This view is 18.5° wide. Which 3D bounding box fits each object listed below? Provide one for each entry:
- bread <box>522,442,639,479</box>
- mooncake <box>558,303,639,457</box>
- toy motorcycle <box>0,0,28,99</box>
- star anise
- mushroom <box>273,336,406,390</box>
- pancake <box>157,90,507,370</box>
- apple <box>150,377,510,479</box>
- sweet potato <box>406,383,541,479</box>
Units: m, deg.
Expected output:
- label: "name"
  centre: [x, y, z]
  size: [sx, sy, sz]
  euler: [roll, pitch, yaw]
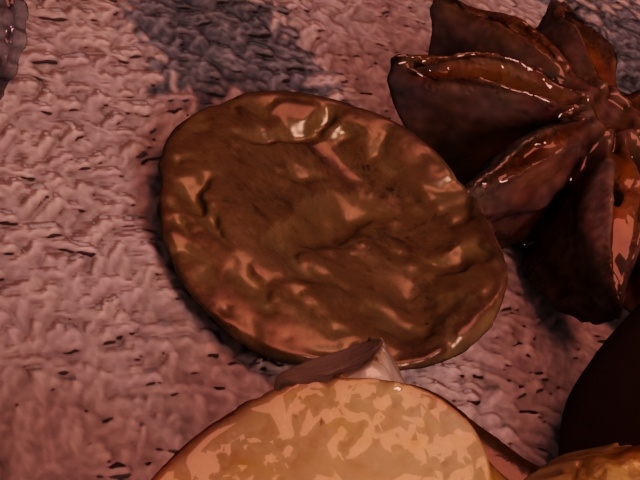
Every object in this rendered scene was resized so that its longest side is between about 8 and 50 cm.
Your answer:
- label: "bread"
  centre: [0.184, 0.222, 1.055]
  size: [0.140, 0.106, 0.236]
  euler: [12, 60, -64]
- label: "mooncake"
  centre: [0.315, 0.178, 1.243]
  size: [0.334, 0.174, 0.326]
  euler: [32, 32, -9]
- label: "toy motorcycle"
  centre: [-0.260, -0.198, 1.155]
  size: [0.143, 0.188, 0.327]
  euler: [14, 55, -49]
- label: "star anise"
  centre: [0.187, -0.057, 1.444]
  size: [0.332, 0.117, 0.331]
  euler: [17, 40, -15]
- label: "mushroom"
  centre: [0.047, 0.163, 1.067]
  size: [0.081, 0.092, 0.223]
  euler: [-17, 81, -55]
- label: "pancake"
  centre: [0.000, 0.000, 1.246]
  size: [0.242, 0.050, 0.242]
  euler: [11, 43, -10]
- label: "apple"
  centre: [0.037, 0.225, 0.922]
  size: [0.293, 0.163, 0.251]
  euler: [34, 60, 16]
- label: "sweet potato"
  centre: [0.069, 0.134, 1.158]
  size: [0.233, 0.062, 0.081]
  euler: [30, 39, -9]
